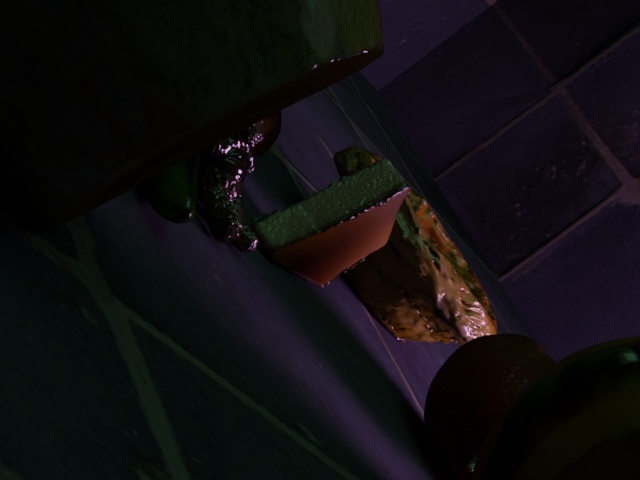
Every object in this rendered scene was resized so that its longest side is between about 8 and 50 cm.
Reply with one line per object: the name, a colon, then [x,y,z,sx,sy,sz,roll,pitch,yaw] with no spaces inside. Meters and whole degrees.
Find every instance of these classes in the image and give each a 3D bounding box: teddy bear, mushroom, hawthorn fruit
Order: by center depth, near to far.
teddy bear: [-0.099,-0.071,1.617,0.119,0.078,0.160,34,60,-69]
hawthorn fruit: [0.204,0.213,1.823,0.199,0.199,0.251,54,24,4]
mushroom: [-0.096,-0.162,2.031,0.127,0.087,0.127,-14,90,-77]

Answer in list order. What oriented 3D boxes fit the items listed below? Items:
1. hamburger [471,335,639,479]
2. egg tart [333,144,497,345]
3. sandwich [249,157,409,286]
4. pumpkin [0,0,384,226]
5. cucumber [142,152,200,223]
hamburger: [0.334,0.274,1.541,0.396,0.396,0.277,51,10,-13]
egg tart: [0.110,0.027,2.143,0.341,0.132,0.341,53,9,-11]
sandwich: [0.000,0.000,1.836,0.058,0.193,0.162,53,-28,22]
pumpkin: [-0.104,-0.148,1.123,0.199,0.332,0.332,55,9,-4]
cucumber: [-0.141,-0.071,1.505,0.056,0.056,0.250,50,10,-18]
